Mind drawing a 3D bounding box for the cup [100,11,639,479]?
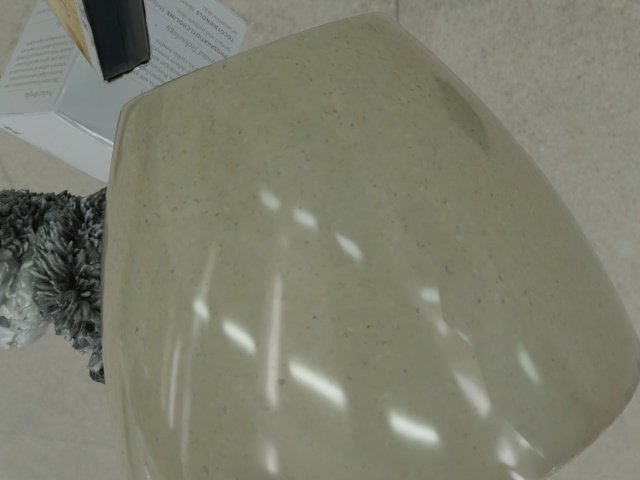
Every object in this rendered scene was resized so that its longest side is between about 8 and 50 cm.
[{"bbox_3d":[0.000,0.000,0.509,0.331,0.331,0.237,-14,101,27],"label":"cup"}]

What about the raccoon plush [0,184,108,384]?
[{"bbox_3d":[-0.181,-0.056,0.823,0.299,0.446,0.216,36,175,6],"label":"raccoon plush"}]

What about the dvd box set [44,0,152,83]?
[{"bbox_3d":[-0.297,-0.384,0.737,0.420,0.062,0.308,53,161,16],"label":"dvd box set"}]

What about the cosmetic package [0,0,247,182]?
[{"bbox_3d":[-0.426,-0.356,1.719,0.329,0.394,0.327,8,163,46],"label":"cosmetic package"}]
